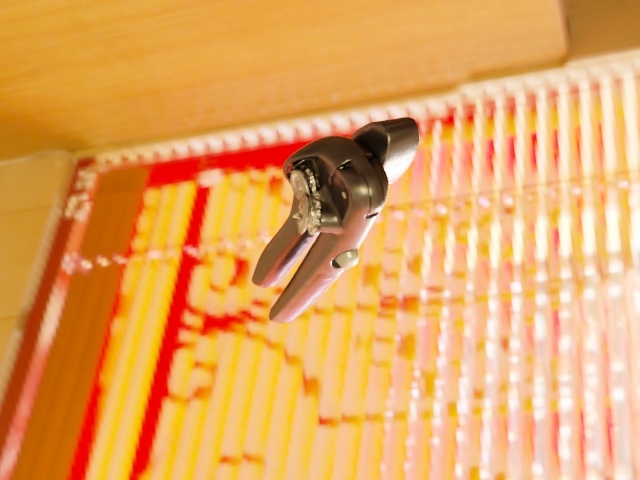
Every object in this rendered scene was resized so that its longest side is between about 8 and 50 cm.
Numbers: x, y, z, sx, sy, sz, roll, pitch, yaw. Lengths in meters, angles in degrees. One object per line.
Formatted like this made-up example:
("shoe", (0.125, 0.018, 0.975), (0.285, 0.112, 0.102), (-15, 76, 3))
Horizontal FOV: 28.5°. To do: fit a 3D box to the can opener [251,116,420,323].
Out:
("can opener", (0.000, 0.000, 0.697), (0.059, 0.073, 0.186), (70, 152, 24))
